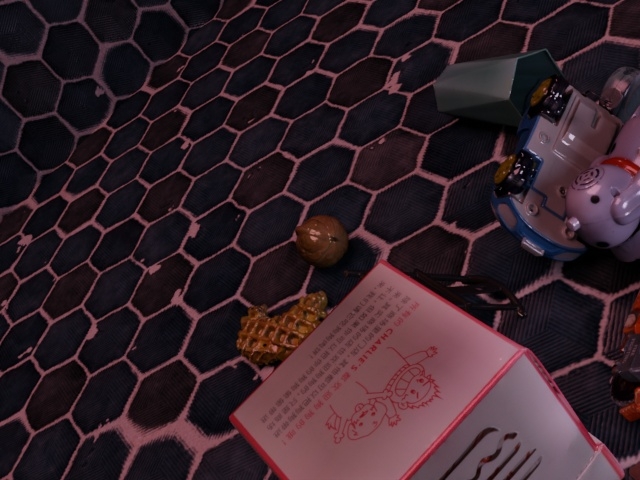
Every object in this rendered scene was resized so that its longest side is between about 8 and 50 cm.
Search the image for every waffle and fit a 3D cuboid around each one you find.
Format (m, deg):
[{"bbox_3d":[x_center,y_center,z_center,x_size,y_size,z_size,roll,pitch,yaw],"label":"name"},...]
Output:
[{"bbox_3d":[-0.074,0.155,1.669,0.194,0.051,0.149,-23,40,24],"label":"waffle"}]

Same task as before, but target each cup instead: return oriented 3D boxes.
[{"bbox_3d":[0.327,-0.290,1.716,0.235,0.134,0.148,15,90,55],"label":"cup"}]

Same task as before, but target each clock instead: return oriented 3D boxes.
[{"bbox_3d":[0.456,-0.080,1.294,0.254,0.189,0.189,-40,34,-13],"label":"clock"}]

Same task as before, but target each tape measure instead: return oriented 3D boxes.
[{"bbox_3d":[0.477,-0.255,1.561,0.107,0.104,0.180,-50,36,-10],"label":"tape measure"}]

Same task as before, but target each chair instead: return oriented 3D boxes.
[{"bbox_3d":[0.163,0.125,1.395,0.154,0.260,0.141,36,118,53],"label":"chair"}]

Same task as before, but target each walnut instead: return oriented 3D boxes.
[{"bbox_3d":[0.000,0.000,1.732,0.105,0.105,0.124,-50,27,-14],"label":"walnut"}]

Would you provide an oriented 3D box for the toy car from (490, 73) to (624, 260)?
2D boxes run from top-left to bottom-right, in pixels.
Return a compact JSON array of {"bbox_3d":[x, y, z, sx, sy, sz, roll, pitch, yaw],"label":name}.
[{"bbox_3d":[0.372,-0.104,1.438,0.314,0.198,0.166,-62,7,-24],"label":"toy car"}]

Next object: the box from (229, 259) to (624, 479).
[{"bbox_3d":[0.126,0.261,1.140,0.314,0.300,0.312,-46,34,-8],"label":"box"}]

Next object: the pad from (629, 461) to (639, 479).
[{"bbox_3d":[0.481,0.297,1.031,0.158,0.003,0.235,-38,35,4],"label":"pad"}]

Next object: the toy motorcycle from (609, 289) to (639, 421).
[{"bbox_3d":[0.489,0.087,1.151,0.326,0.148,0.221,-57,15,-28],"label":"toy motorcycle"}]
